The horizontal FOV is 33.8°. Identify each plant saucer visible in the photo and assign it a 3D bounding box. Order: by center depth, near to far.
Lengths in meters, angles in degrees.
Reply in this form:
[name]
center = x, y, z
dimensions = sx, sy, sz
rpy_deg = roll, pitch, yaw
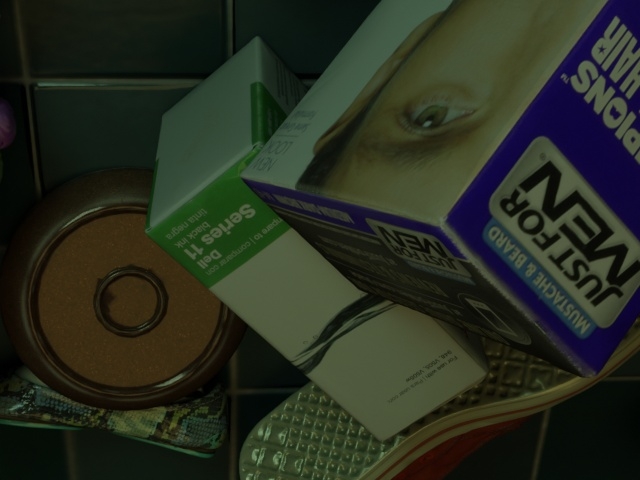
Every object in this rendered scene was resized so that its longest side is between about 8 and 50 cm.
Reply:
[plant saucer]
center = -0.125, 0.037, 0.691
dimensions = 0.168, 0.029, 0.169
rpy_deg = -2, 102, -11

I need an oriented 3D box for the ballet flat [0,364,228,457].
[ballet flat]
center = -0.156, 0.106, 0.748
dimensions = 0.188, 0.070, 0.070
rpy_deg = 12, 119, -15

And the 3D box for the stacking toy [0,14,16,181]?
[stacking toy]
center = -0.241, -0.055, 0.602
dimensions = 0.165, 0.175, 0.302
rpy_deg = 24, 101, -20

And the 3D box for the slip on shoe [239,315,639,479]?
[slip on shoe]
center = 0.097, 0.100, 0.750
dimensions = 0.331, 0.123, 0.101
rpy_deg = -34, 151, 8

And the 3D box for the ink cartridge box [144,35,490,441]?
[ink cartridge box]
center = 0.000, 0.000, 0.642
dimensions = 0.087, 0.153, 0.208
rpy_deg = -37, 117, 17

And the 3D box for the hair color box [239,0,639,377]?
[hair color box]
center = 0.132, -0.118, 0.489
dimensions = 0.110, 0.185, 0.339
rpy_deg = 41, 79, -27
